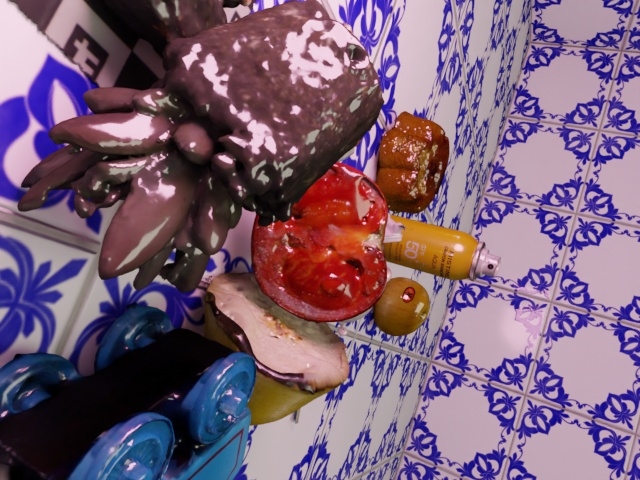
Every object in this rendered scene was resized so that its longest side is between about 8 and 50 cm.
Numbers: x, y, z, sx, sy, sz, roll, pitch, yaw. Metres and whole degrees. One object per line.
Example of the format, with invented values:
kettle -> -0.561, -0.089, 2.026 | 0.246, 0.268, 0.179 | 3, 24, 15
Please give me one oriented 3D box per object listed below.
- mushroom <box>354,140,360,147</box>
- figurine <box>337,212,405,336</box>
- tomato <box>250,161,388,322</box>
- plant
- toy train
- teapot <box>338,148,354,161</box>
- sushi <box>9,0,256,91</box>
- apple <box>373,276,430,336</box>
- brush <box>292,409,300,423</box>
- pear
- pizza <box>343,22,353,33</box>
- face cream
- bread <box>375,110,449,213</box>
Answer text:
mushroom -> 0.032, -0.152, 0.995 | 0.061, 0.060, 0.187 | -29, 141, -78
figurine -> 0.068, 0.065, 1.038 | 0.182, 0.144, 0.257 | -15, 123, -42
tomato -> 0.000, 0.000, 0.781 | 0.139, 0.200, 0.233 | -113, -153, -86
plant -> -0.099, -0.086, 0.481 | 0.320, 0.181, 0.194 | -42, 173, -16
toy train -> -0.211, 0.233, 0.542 | 0.300, 0.188, 0.265 | -27, 133, -61
teapot -> 0.018, -0.209, 0.888 | 0.108, 0.111, 0.149 | -31, 170, -22
sushi -> -0.108, -0.304, 0.527 | 0.373, 0.100, 0.296 | -67, 155, -15
apple -> 0.247, 0.200, 1.552 | 0.182, 0.155, 0.182 | 15, 90, -69
brush -> -0.050, 0.381, 1.191 | 0.016, 0.013, 0.084 | 42, 58, -69
pear -> -0.092, 0.181, 0.753 | 0.178, 0.267, 0.267 | -59, 159, 14
pizza -> 0.050, -0.353, 0.935 | 0.083, 0.025, 0.078 | -45, 146, -47
face cream -> 0.203, 0.010, 1.094 | 0.105, 0.348, 0.105 | -45, 143, -48
bread -> 0.221, -0.188, 1.282 | 0.232, 0.135, 0.247 | 18, 90, -53
